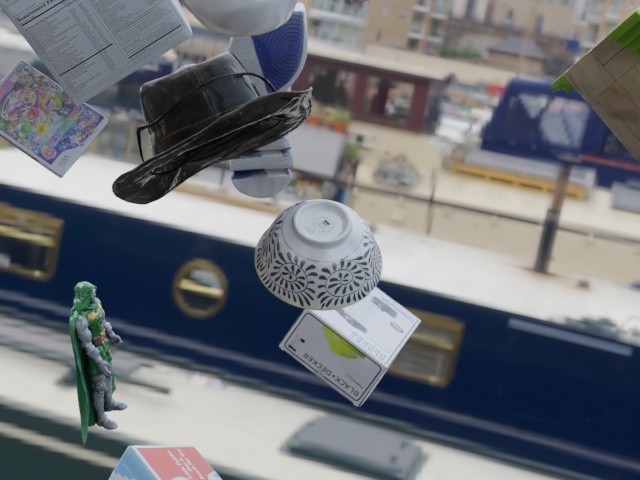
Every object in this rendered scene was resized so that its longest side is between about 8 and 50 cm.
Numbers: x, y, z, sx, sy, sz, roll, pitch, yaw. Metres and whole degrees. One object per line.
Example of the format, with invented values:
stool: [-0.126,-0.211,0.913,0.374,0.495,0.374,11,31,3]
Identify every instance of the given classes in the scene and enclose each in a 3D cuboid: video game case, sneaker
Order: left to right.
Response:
video game case: [-0.311,-0.136,1.387,0.122,0.087,0.011,35,-22,2]
sneaker: [-0.106,-0.245,1.982,0.127,0.316,0.182,-1,30,-13]

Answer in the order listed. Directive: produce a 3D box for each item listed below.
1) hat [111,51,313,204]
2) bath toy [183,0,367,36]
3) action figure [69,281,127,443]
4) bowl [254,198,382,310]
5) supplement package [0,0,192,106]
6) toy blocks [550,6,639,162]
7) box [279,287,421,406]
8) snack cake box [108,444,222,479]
hat: [-0.166,-0.172,1.670,0.331,0.134,0.331,-28,-3,-2]
bath toy: [0.041,-0.274,1.010,0.348,0.129,0.151,-21,29,-16]
action figure: [-0.324,0.161,1.798,0.063,0.232,0.137,-1,30,8]
bowl: [0.000,0.000,1.608,0.170,0.080,0.170,2,48,-3]
supplement package: [-0.260,-0.290,1.289,0.203,0.149,0.194,57,2,-38]
toy blocks: [0.482,-0.196,1.451,0.261,0.381,0.191,49,40,2]
box: [0.058,0.159,2.119,0.169,0.087,0.290,37,19,7]
snack cake box: [-0.196,0.436,1.938,0.264,0.089,0.152,44,20,33]
